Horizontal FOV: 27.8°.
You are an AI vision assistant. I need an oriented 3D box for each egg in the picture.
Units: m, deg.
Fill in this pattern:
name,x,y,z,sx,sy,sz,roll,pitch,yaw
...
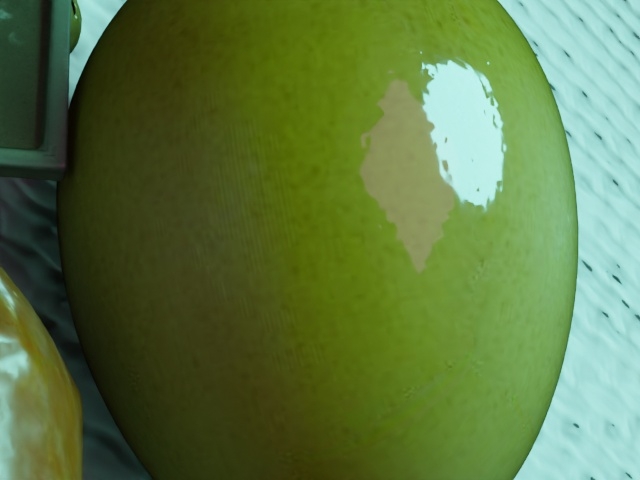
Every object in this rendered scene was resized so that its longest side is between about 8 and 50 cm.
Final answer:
name,x,y,z,sx,sy,sz,roll,pitch,yaw
egg,0.000,0.000,0.627,0.250,0.250,0.323,7,70,-40

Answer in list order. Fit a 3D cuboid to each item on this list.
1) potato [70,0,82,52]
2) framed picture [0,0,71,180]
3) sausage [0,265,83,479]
name,x,y,z,sx,sy,sz,roll,pitch,yaw
potato,-0.202,-0.142,0.655,0.170,0.080,0.107,43,59,-16
framed picture,-0.235,-0.118,0.570,0.249,0.016,0.184,3,66,-16
sausage,-0.163,0.115,0.473,0.141,0.153,0.268,68,15,-60
